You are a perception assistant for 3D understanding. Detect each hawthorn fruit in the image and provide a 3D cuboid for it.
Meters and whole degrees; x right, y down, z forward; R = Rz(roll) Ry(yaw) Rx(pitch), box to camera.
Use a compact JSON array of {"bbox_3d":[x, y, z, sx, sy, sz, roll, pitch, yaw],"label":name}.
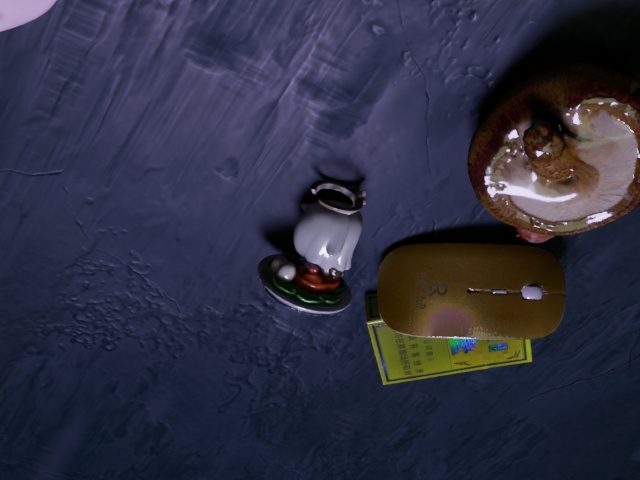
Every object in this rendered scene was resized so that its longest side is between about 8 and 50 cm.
[{"bbox_3d":[0.266,-0.018,1.201,0.067,0.066,0.103,19,136,-19],"label":"hawthorn fruit"}]

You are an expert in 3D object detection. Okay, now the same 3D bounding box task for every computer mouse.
[{"bbox_3d":[0.196,0.066,1.230,0.245,0.125,0.056,2,176,7],"label":"computer mouse"}]

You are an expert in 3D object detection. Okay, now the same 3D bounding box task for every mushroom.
[{"bbox_3d":[0.282,-0.109,1.077,0.194,0.138,0.231,29,135,-34],"label":"mushroom"}]

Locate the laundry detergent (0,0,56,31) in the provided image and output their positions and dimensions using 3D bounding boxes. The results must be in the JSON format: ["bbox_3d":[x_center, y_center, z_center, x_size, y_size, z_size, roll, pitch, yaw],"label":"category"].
[{"bbox_3d":[-0.340,-0.270,0.921,0.335,0.087,0.159,-7,137,3],"label":"laundry detergent"}]

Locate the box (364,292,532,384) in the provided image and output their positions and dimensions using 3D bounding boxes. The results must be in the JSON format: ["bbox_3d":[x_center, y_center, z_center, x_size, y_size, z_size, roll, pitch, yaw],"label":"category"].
[{"bbox_3d":[0.182,0.123,1.324,0.220,0.064,0.141,-10,131,9],"label":"box"}]

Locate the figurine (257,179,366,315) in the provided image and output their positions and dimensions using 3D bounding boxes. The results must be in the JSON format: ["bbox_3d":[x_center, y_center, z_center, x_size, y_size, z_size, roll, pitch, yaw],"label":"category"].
[{"bbox_3d":[0.000,0.000,1.177,0.132,0.132,0.153,14,118,-15],"label":"figurine"}]
